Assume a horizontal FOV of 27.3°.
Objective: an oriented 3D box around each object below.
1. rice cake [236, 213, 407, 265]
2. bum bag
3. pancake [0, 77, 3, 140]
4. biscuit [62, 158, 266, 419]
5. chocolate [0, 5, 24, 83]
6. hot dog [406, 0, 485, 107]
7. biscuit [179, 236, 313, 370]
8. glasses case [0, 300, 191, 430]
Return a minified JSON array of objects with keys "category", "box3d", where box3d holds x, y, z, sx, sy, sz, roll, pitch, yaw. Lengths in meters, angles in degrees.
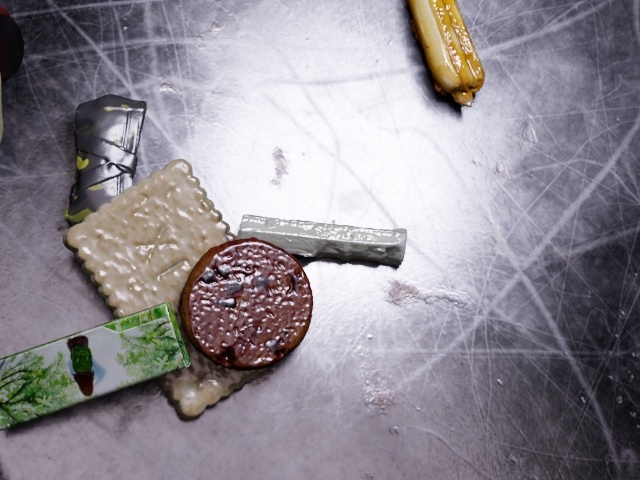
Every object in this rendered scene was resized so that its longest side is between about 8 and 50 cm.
[{"category":"rice cake","box3d":[0.000,0.000,1.921,0.256,0.052,0.057,6,105,-6]},{"category":"bum bag","box3d":[-0.309,-0.101,1.902,0.107,0.060,0.232,6,75,-7]},{"category":"pancake","box3d":[-0.576,-0.196,1.846,0.294,0.049,0.294,3,99,16]},{"category":"biscuit","box3d":[-0.193,0.067,1.859,0.217,0.044,0.325,-35,92,-12]},{"category":"chocolate","box3d":[-0.506,-0.283,1.896,0.133,0.124,0.127,19,115,27]},{"category":"hot dog","box3d":[0.180,-0.314,2.008,0.076,0.102,0.249,-26,74,29]},{"category":"biscuit","box3d":[-0.103,0.089,1.833,0.192,0.049,0.192,3,80,-18]},{"category":"glasses case","box3d":[-0.320,0.171,1.789,0.272,0.062,0.095,-20,93,2]}]
